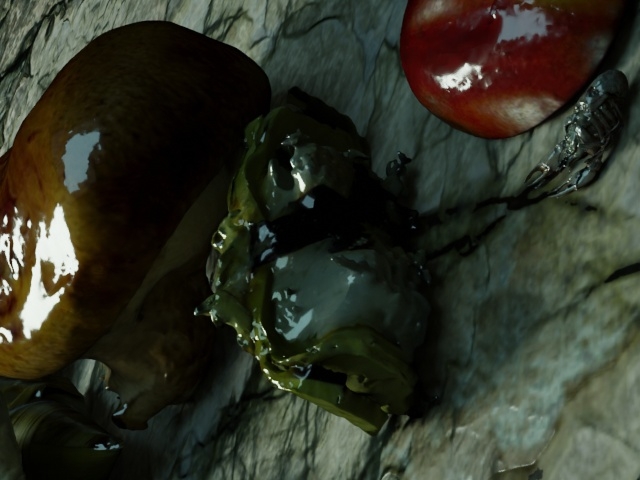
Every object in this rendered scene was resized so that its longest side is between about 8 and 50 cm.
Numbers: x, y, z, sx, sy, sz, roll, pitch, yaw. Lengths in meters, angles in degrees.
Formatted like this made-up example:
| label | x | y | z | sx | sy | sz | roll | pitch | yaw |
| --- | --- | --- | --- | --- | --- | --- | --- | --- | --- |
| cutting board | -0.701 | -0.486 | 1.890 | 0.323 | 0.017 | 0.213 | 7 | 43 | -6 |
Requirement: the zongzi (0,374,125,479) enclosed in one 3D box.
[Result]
| label | x | y | z | sx | sy | sz | roll | pitch | yaw |
| --- | --- | --- | --- | --- | --- | --- | --- | --- | --- |
| zongzi | -0.272 | 0.274 | 1.297 | 0.300 | 0.138 | 0.286 | 6 | 82 | 57 |

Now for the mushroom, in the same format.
| label | x | y | z | sx | sy | sz | roll | pitch | yaw |
| --- | --- | --- | --- | --- | --- | --- | --- | --- | --- |
| mushroom | -0.148 | -0.018 | 1.186 | 0.345 | 0.259 | 0.345 | -49 | 5 | 6 |

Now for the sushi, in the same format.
| label | x | y | z | sx | sy | sz | roll | pitch | yaw |
| --- | --- | --- | --- | --- | --- | --- | --- | --- | --- |
| sushi | -0.005 | 0.005 | 0.976 | 0.131 | 0.139 | 0.291 | -40 | 39 | 33 |

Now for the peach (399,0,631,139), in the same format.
| label | x | y | z | sx | sy | sz | roll | pitch | yaw |
| --- | --- | --- | --- | --- | --- | --- | --- | --- | --- |
| peach | 0.107 | -0.169 | 0.954 | 0.279 | 0.068 | 0.189 | 11 | 81 | 62 |

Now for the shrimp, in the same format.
| label | x | y | z | sx | sy | sz | roll | pitch | yaw |
| --- | --- | --- | --- | --- | --- | --- | --- | --- | --- |
| shrimp | 0.158 | -0.059 | 0.837 | 0.092 | 0.029 | 0.038 | -59 | 38 | 32 |

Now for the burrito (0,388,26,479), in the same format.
| label | x | y | z | sx | sy | sz | roll | pitch | yaw |
| --- | --- | --- | --- | --- | --- | --- | --- | --- | --- |
| burrito | -0.273 | 0.275 | 1.198 | 0.117 | 0.076 | 0.392 | -24 | 84 | 59 |
